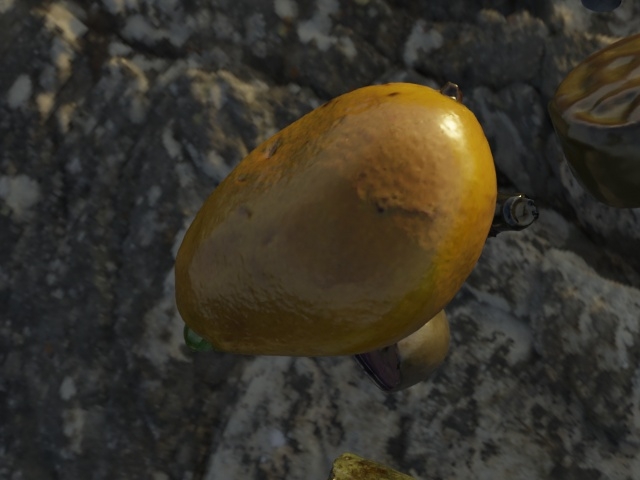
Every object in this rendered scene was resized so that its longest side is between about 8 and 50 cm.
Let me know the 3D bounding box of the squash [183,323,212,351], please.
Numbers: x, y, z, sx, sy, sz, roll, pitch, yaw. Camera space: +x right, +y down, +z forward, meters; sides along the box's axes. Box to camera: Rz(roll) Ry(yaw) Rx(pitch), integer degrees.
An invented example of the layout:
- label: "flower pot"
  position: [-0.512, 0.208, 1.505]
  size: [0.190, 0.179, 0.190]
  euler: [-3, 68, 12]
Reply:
- label: "squash"
  position: [-0.149, 0.106, 1.848]
  size: [0.219, 0.068, 0.077]
  euler: [-40, 42, 43]

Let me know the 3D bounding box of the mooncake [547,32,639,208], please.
- label: "mooncake"
  position: [0.474, -0.184, 1.693]
  size: [0.284, 0.155, 0.284]
  euler: [-20, 31, 12]

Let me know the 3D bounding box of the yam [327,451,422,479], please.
- label: "yam"
  position: [0.129, 0.198, 0.712]
  size: [0.274, 0.061, 0.061]
  euler: [17, 78, 17]

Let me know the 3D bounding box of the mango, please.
- label: "mango"
  position: [0.000, 0.000, 0.677]
  size: [0.227, 0.109, 0.147]
  euler: [-31, 61, 31]

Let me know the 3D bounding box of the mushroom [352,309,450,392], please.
- label: "mushroom"
  position: [0.090, 0.101, 1.436]
  size: [0.188, 0.117, 0.141]
  euler: [37, 128, 54]

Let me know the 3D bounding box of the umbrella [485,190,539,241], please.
- label: "umbrella"
  position: [0.207, -0.035, 1.763]
  size: [0.090, 0.094, 0.326]
  euler: [-30, 15, -25]

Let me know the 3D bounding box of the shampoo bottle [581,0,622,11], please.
- label: "shampoo bottle"
  position: [0.315, -0.359, 1.304]
  size: [0.087, 0.049, 0.234]
  euler: [12, 66, -7]
